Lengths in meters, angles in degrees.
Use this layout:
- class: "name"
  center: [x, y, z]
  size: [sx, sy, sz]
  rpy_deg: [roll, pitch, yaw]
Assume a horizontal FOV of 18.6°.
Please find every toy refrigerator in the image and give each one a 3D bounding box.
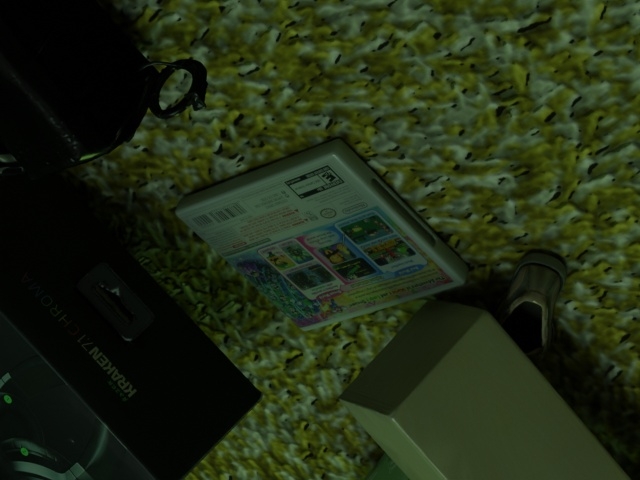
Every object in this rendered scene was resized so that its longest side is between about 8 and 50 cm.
- class: "toy refrigerator"
  center: [0.142, 0.172, 1.376]
  size: [0.269, 0.102, 0.094]
  rpy_deg: [48, 165, -20]

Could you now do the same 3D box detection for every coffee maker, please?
- class: "coffee maker"
  center: [-0.186, -0.140, 1.199]
  size: [0.171, 0.120, 0.178]
  rpy_deg: [-23, 130, 15]

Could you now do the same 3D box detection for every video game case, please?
- class: "video game case"
  center: [0.000, 0.000, 1.349]
  size: [0.157, 0.019, 0.143]
  rpy_deg: [-19, 129, 41]

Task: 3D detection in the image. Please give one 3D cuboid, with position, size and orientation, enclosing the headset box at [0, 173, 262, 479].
- class: "headset box"
  center: [-0.217, 0.111, 1.417]
  size: [0.246, 0.131, 0.283]
  rpy_deg: [46, 132, 1]

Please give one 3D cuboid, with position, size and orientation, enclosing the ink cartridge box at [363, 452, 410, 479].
- class: "ink cartridge box"
  center: [0.149, 0.216, 1.526]
  size: [0.235, 0.056, 0.171]
  rpy_deg: [7, 148, -16]

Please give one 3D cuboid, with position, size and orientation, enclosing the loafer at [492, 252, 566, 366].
- class: "loafer"
  center: [0.138, 0.058, 1.336]
  size: [0.045, 0.039, 0.125]
  rpy_deg: [17, 144, 7]
